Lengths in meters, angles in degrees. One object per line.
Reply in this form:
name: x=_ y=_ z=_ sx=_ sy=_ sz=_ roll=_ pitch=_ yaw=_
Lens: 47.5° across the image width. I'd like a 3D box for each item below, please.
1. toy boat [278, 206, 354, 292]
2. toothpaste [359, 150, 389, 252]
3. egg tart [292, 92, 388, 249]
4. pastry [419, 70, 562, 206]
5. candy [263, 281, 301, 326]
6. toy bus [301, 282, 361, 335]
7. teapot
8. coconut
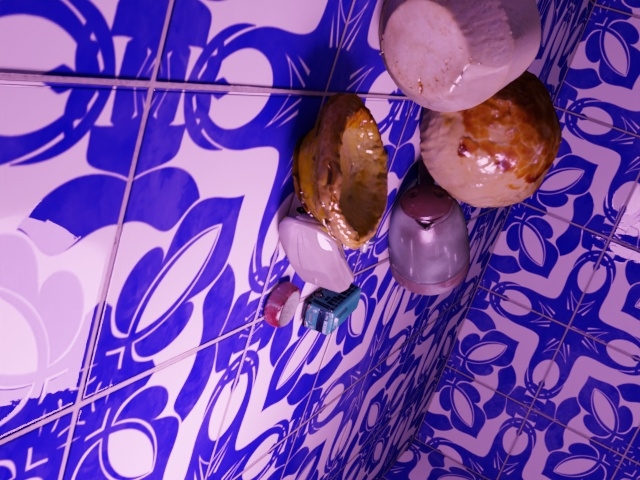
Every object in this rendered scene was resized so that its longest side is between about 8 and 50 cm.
toy boat: x=-0.002 y=0.008 z=1.493 sx=0.140 sy=0.141 sz=0.269 roll=-53 pitch=154 yaw=-27
toothpaste: x=0.134 y=-0.091 z=1.820 sx=0.069 sy=0.047 sz=0.268 roll=-17 pitch=126 yaw=-46
egg tart: x=0.033 y=-0.131 z=1.362 sx=0.294 sy=0.123 sz=0.293 roll=-1 pitch=90 yaw=-64
pastry: x=0.446 y=-0.280 z=1.870 sx=0.389 sy=0.313 sz=0.388 roll=7 pitch=79 yaw=-38
candy: x=-0.081 y=0.139 z=1.570 sx=0.103 sy=0.043 sz=0.103 roll=-49 pitch=154 yaw=-35
toy bus: x=0.029 y=0.162 z=1.784 sx=0.160 sy=0.092 sz=0.079 roll=-36 pitch=143 yaw=-51
teapot: x=0.304 y=-0.059 z=2.055 sx=0.312 sy=0.234 sz=0.314 roll=79 pitch=13 yaw=-48
coconut: x=0.280 y=-0.418 z=1.461 sx=0.323 sy=0.323 sz=0.322 roll=-49 pitch=154 yaw=-34
